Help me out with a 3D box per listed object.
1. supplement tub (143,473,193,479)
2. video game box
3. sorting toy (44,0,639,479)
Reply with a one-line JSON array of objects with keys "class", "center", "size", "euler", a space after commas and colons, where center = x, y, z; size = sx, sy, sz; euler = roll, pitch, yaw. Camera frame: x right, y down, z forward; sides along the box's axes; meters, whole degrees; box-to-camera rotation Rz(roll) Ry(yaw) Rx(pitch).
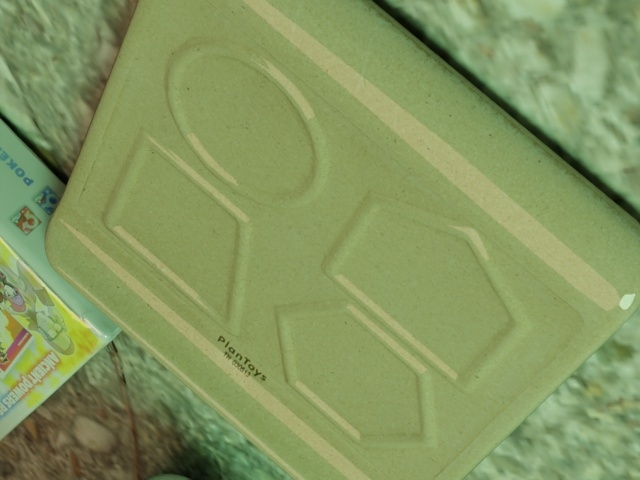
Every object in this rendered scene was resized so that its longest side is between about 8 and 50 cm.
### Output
[{"class": "supplement tub", "center": [-0.038, 0.258, 0.764], "size": [0.272, 0.191, 0.191], "euler": [44, 144, 2]}, {"class": "video game box", "center": [-0.184, 0.001, 0.773], "size": [0.187, 0.048, 0.205], "euler": [48, 145, -2]}, {"class": "sorting toy", "center": [0.000, 0.000, 0.607], "size": [0.193, 0.038, 0.208], "euler": [40, 140, 5]}]
